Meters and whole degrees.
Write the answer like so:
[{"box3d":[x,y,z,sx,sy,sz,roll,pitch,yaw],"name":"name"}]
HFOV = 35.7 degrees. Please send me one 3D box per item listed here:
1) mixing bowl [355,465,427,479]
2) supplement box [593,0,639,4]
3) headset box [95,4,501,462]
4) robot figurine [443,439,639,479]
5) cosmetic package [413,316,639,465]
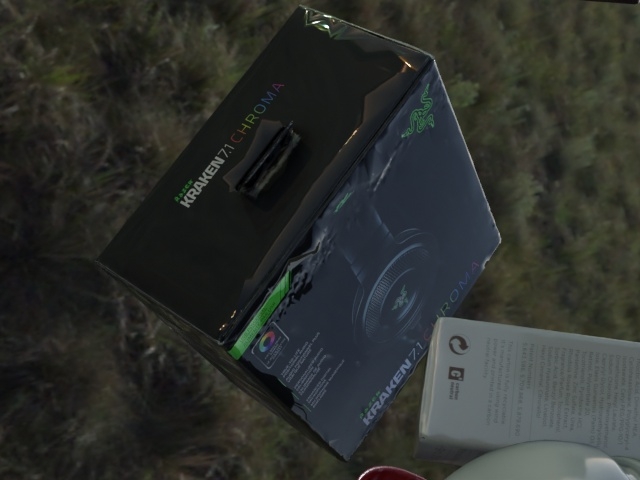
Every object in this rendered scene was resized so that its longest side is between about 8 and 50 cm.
[{"box3d":[0.064,0.264,0.709,0.181,0.098,0.181,35,20,-14],"name":"mixing bowl"},{"box3d":[0.228,-0.282,0.786,0.188,0.081,0.104,58,43,-69],"name":"supplement box"},{"box3d":[0.000,0.000,0.765,0.246,0.131,0.283,-53,147,-13],"name":"headset box"},{"box3d":[0.171,0.216,0.473,0.300,0.353,0.200,-163,-89,-82],"name":"robot figurine"},{"box3d":[0.180,0.114,0.646,0.117,0.231,0.085,78,21,-72],"name":"cosmetic package"}]
